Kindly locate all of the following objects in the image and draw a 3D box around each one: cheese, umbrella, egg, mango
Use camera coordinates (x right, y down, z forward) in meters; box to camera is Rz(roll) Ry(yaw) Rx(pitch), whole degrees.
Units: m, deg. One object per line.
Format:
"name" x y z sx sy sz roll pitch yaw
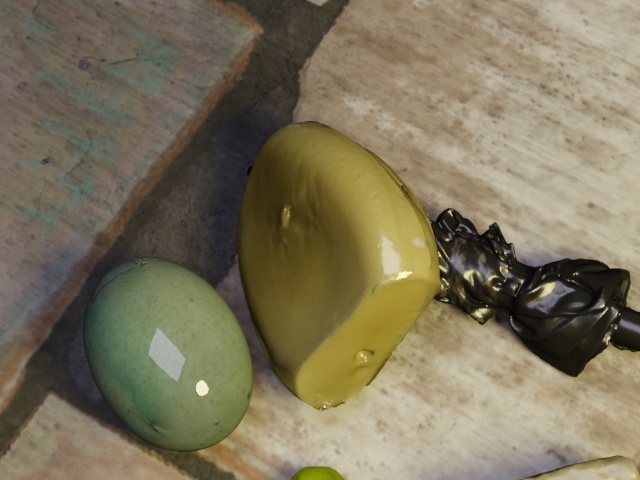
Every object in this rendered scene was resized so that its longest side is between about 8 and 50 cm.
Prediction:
"cheese" 0.000 0.000 1.419 0.259 0.128 0.316 -48 44 27
"umbrella" 0.228 0.058 1.408 0.272 0.110 0.122 22 72 14
"egg" -0.168 0.122 1.415 0.169 0.169 0.236 -35 65 -5
"mango" 0.004 0.293 1.373 0.073 0.056 0.108 -19 77 7

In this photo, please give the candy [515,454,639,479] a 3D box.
"candy" 0.268 0.377 1.243 0.179 0.135 0.321 -19 67 2
